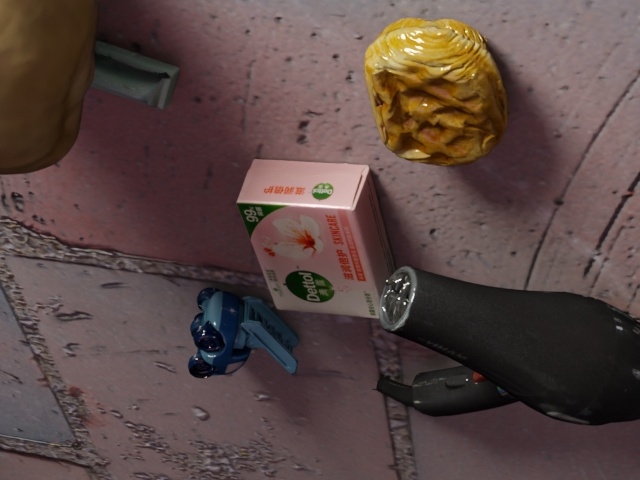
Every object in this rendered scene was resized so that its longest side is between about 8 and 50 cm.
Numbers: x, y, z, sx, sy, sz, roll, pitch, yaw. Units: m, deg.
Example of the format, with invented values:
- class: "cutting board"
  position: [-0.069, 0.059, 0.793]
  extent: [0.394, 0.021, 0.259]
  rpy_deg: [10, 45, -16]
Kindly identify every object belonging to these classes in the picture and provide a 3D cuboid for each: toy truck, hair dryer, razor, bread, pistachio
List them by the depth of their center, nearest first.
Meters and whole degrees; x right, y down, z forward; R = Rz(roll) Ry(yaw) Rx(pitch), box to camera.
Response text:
- class: "pistachio"
  position: [-0.227, -0.157, 0.794]
  extent: [0.181, 0.162, 0.293]
  rpy_deg: [-18, 126, 21]
- class: "bread"
  position: [0.073, -0.090, 0.857]
  extent: [0.083, 0.044, 0.110]
  rpy_deg: [0, 141, 18]
- class: "razor"
  position: [-0.229, -0.142, 0.920]
  extent: [0.278, 0.056, 0.111]
  rpy_deg: [16, 108, -6]
- class: "hair dryer"
  position: [0.099, 0.099, 1.041]
  extent: [0.235, 0.091, 0.272]
  rpy_deg: [18, 153, -25]
- class: "toy truck"
  position: [-0.059, 0.079, 1.123]
  extent: [0.090, 0.056, 0.073]
  rpy_deg: [10, 138, -9]

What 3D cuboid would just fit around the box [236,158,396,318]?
- class: "box"
  position: [0.000, 0.000, 1.000]
  extent: [0.089, 0.043, 0.125]
  rpy_deg: [3, 140, 20]
